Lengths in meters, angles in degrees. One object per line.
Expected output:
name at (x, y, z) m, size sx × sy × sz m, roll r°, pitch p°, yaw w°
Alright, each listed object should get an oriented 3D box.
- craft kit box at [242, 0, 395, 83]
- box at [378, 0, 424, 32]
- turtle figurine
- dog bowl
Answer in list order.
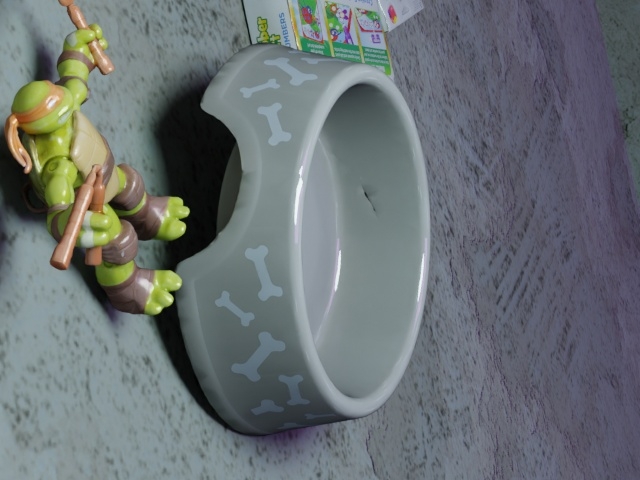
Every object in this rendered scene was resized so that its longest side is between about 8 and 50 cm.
craft kit box at (0.008, -0.190, 1.493) m, size 0.250 × 0.061 × 0.246 m, roll -7°, pitch 82°, yaw -65°
box at (0.061, -0.348, 1.696) m, size 0.145 × 0.038 × 0.186 m, roll -45°, pitch 117°, yaw -61°
turtle figurine at (-0.168, -0.037, 1.009) m, size 0.217 × 0.087 × 0.269 m, roll 63°, pitch 12°, yaw -49°
dog bowl at (0.000, 0.000, 1.243) m, size 0.349 × 0.102 × 0.349 m, roll 1°, pitch 90°, yaw -65°
